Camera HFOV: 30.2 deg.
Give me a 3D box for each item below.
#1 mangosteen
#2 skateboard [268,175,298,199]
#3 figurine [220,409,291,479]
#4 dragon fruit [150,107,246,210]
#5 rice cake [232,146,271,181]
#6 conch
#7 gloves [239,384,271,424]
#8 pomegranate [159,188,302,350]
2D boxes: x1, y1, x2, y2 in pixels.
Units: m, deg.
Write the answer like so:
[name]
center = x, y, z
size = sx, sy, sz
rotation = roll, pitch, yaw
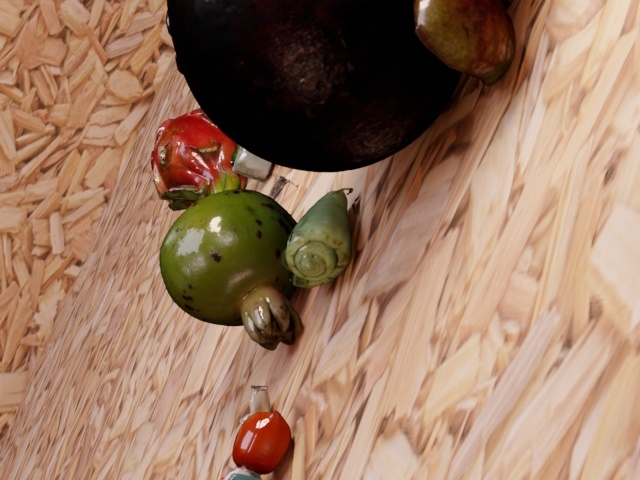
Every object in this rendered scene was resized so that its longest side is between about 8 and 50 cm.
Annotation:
[mangosteen]
center = 0.041, -0.273, 1.319
size = 0.435, 0.382, 0.382
rotation = -9, 47, 22
[skateboard]
center = -0.057, -0.087, 1.826
size = 0.064, 0.032, 0.083
rotation = -63, 11, -30
[figurine]
center = -0.078, 0.254, 1.335
size = 0.140, 0.068, 0.075
rotation = -68, 14, -4
[dragon fruit]
center = -0.223, -0.114, 2.123
size = 0.200, 0.198, 0.269
rotation = -40, 42, 33
[rice cake]
center = -0.065, -0.258, 2.020
size = 0.063, 0.066, 0.336
rotation = -24, 42, 66
[conch]
center = 0.000, 0.000, 1.464
size = 0.106, 0.079, 0.170
rotation = -47, 8, 31
[gloves]
center = -0.077, 0.206, 1.448
size = 0.044, 0.037, 0.081
rotation = -2, -72, -80
[pomegranate]
center = -0.100, 0.042, 1.542
size = 0.202, 0.202, 0.248
rotation = -55, 50, 28
